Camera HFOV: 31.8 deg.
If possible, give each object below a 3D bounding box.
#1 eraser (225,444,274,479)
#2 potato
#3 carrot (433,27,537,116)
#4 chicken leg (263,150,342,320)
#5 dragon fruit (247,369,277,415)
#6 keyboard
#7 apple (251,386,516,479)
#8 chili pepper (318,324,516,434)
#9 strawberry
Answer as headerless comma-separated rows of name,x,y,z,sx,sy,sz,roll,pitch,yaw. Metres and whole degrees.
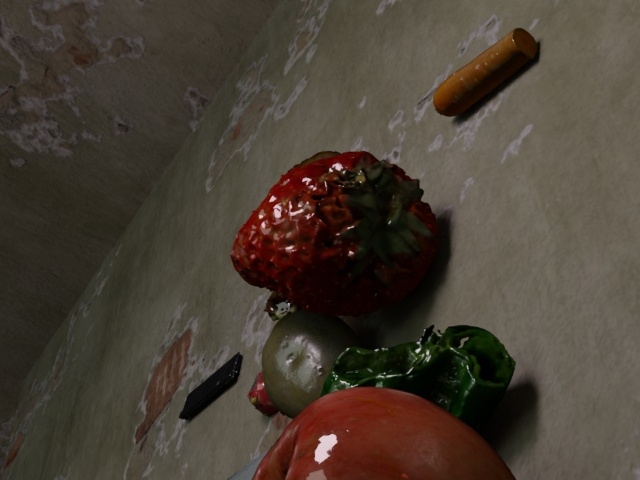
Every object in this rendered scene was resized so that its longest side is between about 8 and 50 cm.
eraser,-0.127,0.463,1.919,0.227,0.081,0.174,-44,25,42
potato,-0.013,0.212,1.857,0.235,0.160,0.178,-117,31,-52
carrot,0.269,-0.275,1.886,0.225,0.067,0.067,-34,35,47
chicken leg,-0.049,-0.017,2.214,0.211,0.140,0.361,4,65,58
dragon fruit,-0.099,0.283,2.094,0.083,0.056,0.060,-64,20,-6
keyboard,-0.234,0.315,2.416,0.231,0.023,0.072,-42,23,42
apple,0.074,0.356,1.256,0.364,0.364,0.364,-49,26,33
chili pepper,0.092,0.264,1.489,0.385,0.213,0.167,-52,44,33
strawberry,0.000,0.000,1.844,0.351,0.312,0.267,-25,65,59
